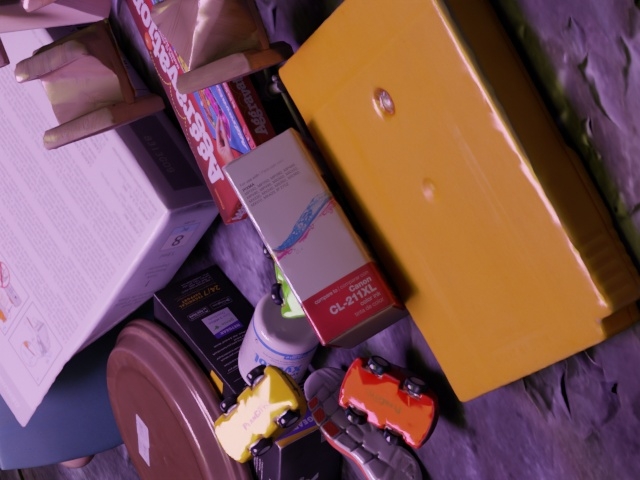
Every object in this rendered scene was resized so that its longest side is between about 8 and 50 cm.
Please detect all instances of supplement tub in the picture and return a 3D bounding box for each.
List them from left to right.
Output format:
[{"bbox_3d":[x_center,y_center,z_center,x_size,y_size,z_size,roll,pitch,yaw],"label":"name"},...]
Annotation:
[{"bbox_3d":[-0.038,0.098,1.857,0.071,0.071,0.107,55,154,19],"label":"supplement tub"}]

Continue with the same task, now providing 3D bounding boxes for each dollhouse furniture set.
[{"bbox_3d":[-0.245,-0.266,1.674,0.362,0.394,0.256,68,-162,-4],"label":"dollhouse furniture set"}]

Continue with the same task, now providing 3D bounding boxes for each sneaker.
[{"bbox_3d":[0.034,0.193,1.822,0.158,0.061,0.065,54,159,23],"label":"sneaker"}]

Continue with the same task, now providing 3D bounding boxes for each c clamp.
[{"bbox_3d":[-0.074,-0.146,1.755,0.160,0.022,0.137,-2,111,63],"label":"c clamp"}]

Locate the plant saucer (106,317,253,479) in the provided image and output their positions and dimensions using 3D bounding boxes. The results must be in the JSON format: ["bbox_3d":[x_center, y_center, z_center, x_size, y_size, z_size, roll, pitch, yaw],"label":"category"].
[{"bbox_3d":[-0.153,0.215,2.034,0.278,0.041,0.278,46,150,36],"label":"plant saucer"}]

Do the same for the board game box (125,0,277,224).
[{"bbox_3d":[-0.117,-0.168,1.773,0.281,0.027,0.145,65,157,17],"label":"board game box"}]

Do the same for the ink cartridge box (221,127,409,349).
[{"bbox_3d":[0.000,0.000,1.628,0.175,0.072,0.127,60,-173,9],"label":"ink cartridge box"}]

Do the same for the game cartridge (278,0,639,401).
[{"bbox_3d":[0.104,-0.048,1.479,0.324,0.052,0.285,60,155,3],"label":"game cartridge"}]

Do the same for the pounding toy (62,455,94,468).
[{"bbox_3d":[-0.320,0.155,2.399,0.183,0.110,0.237,42,-158,-21],"label":"pounding toy"}]

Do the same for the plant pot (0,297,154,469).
[{"bbox_3d":[-0.301,0.155,2.227,0.165,0.234,0.166,31,139,49],"label":"plant pot"}]

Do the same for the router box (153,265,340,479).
[{"bbox_3d":[-0.083,0.216,2.039,0.243,0.081,0.309,48,150,32],"label":"router box"}]

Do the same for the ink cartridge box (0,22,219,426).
[{"bbox_3d":[-0.292,-0.032,2.054,0.308,0.091,0.385,54,132,20],"label":"ink cartridge box"}]

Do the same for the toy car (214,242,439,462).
[{"bbox_3d":[0.000,0.083,1.744,0.239,0.053,0.225,-9,88,32],"label":"toy car"}]

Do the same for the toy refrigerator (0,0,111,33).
[{"bbox_3d":[-0.329,-0.268,1.916,0.269,0.094,0.102,1,82,42],"label":"toy refrigerator"}]
